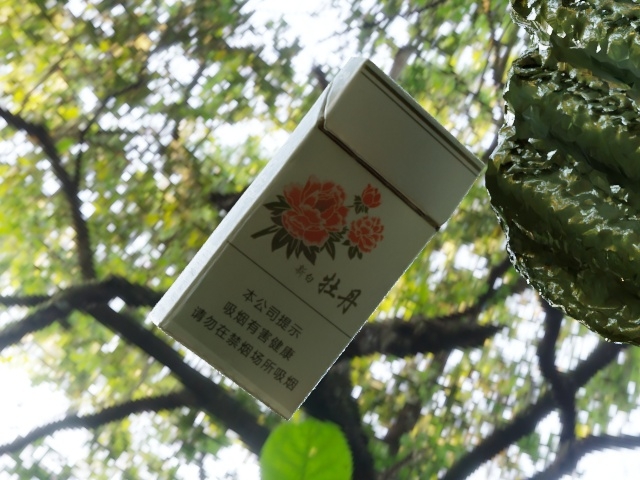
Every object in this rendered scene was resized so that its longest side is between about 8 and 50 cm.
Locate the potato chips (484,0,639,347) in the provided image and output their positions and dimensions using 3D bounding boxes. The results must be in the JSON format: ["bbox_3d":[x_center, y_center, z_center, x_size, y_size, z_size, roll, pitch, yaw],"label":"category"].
[{"bbox_3d":[0.194,-0.104,0.634,0.070,0.429,0.358,-8,-69,-24],"label":"potato chips"}]

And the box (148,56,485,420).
[{"bbox_3d":[0.000,0.000,0.833,0.109,0.029,0.198,39,-93,-26],"label":"box"}]
